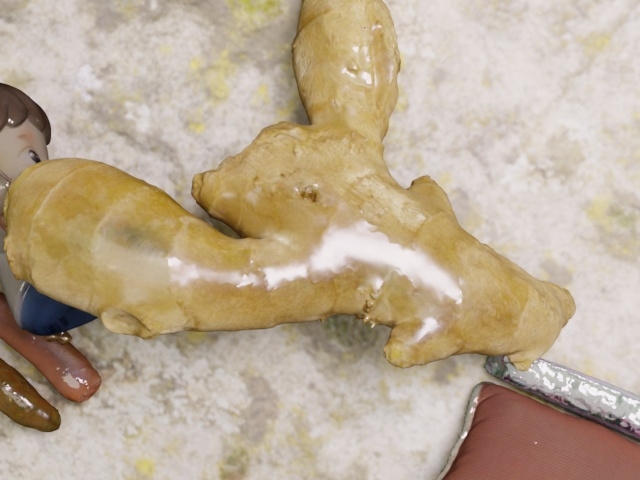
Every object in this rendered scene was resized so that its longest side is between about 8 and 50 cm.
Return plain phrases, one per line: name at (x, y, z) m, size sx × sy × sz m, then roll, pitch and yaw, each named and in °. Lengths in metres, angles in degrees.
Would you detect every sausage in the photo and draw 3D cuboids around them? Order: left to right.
sausage at (-0.272, 0.087, 0.923) m, size 0.177 × 0.040 × 0.047 m, roll 34°, pitch 83°, yaw 10°

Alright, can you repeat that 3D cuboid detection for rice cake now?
rice cake at (0.230, 0.131, 0.809) m, size 0.208 × 0.033 × 0.033 m, roll 22°, pitch 84°, yaw 13°

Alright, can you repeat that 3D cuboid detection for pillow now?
pillow at (0.160, 0.208, 0.774) m, size 0.171 × 0.075 × 0.179 m, roll 20°, pitch 55°, yaw 28°

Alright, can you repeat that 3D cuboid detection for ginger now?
ginger at (-0.007, 0.001, 0.756) m, size 0.363 × 0.122 × 0.348 m, roll -35°, pitch 77°, yaw -29°

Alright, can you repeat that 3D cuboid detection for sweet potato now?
sweet potato at (-0.352, 0.099, 0.930) m, size 0.270 × 0.075 × 0.074 m, roll 22°, pitch 97°, yaw 1°

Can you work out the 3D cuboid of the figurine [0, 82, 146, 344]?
figurine at (-0.263, -0.047, 0.868) m, size 0.275 × 0.161 × 0.158 m, roll 42°, pitch 74°, yaw 7°
